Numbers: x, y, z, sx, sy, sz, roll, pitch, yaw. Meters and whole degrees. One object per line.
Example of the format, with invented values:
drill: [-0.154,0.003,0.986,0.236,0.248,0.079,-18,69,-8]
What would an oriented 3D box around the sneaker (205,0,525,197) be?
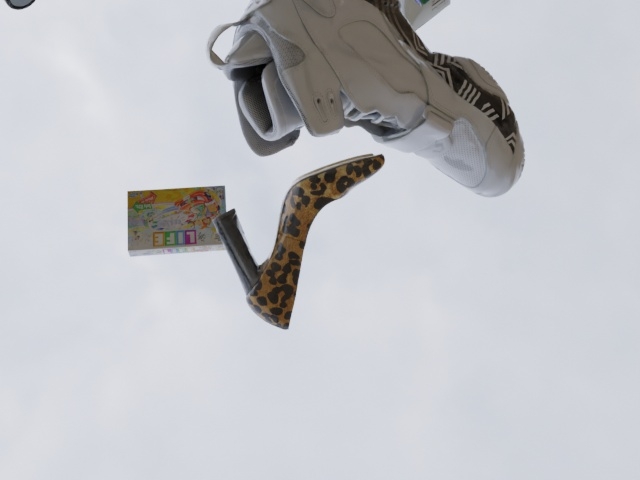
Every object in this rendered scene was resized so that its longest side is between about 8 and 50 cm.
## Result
sneaker: [0.047,-0.134,0.972,0.366,0.137,0.210,46,-116,-19]

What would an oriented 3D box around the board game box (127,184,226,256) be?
board game box: [-0.223,-0.031,1.479,0.154,0.026,0.103,-4,-113,-4]

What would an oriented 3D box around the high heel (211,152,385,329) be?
high heel: [0.000,0.000,1.323,0.261,0.093,0.186,-26,-89,6]

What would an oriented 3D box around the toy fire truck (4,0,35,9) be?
toy fire truck: [-0.515,-0.454,1.328,0.217,0.246,0.158,-26,-117,-37]

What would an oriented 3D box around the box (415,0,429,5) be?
box: [0.006,-0.208,0.504,0.105,0.043,0.179,47,-172,-45]

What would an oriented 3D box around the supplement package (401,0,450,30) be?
supplement package: [0.094,-0.466,1.529,0.149,0.194,0.203,-43,-38,-38]
